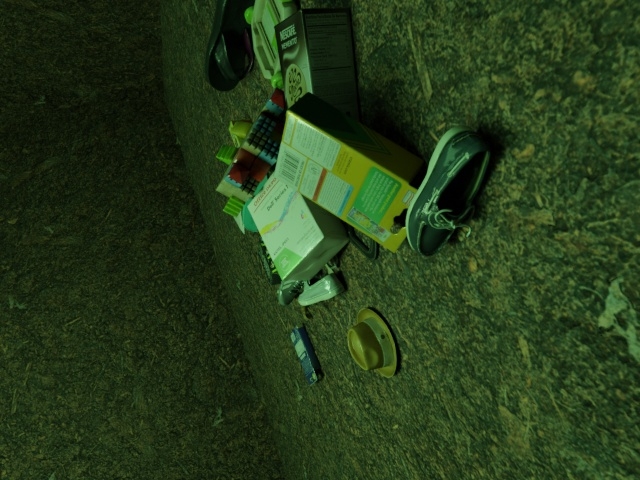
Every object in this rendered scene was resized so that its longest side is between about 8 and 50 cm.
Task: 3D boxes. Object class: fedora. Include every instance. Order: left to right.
[{"bbox_3d":[0.127,0.281,1.169,0.194,0.079,0.194,46,144,48],"label":"fedora"}]

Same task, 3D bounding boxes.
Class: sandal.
[{"bbox_3d":[-0.295,-0.645,1.476,0.107,0.168,0.445,52,153,9],"label":"sandal"}]

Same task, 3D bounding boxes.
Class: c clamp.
[{"bbox_3d":[0.110,-0.022,1.103,0.161,0.022,0.137,41,145,50],"label":"c clamp"}]

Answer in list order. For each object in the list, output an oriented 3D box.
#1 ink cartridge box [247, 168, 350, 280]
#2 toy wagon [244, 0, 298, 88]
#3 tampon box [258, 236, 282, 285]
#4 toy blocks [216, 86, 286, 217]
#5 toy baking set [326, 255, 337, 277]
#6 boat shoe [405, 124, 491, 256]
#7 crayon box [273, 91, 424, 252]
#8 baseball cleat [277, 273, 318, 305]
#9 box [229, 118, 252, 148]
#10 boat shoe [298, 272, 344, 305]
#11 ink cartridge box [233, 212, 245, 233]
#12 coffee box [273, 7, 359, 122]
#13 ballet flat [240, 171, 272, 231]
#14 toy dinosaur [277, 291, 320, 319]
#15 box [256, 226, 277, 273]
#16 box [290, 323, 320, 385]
[{"bbox_3d":[-0.087,-0.082,1.282,0.207,0.119,0.353,-47,58,31],"label":"ink cartridge box"},{"bbox_3d":[-0.124,-0.609,1.211,0.267,0.068,0.344,69,156,14],"label":"toy wagon"},{"bbox_3d":[-0.148,0.064,1.599,0.101,0.121,0.161,100,151,-47],"label":"tampon box"},{"bbox_3d":[-0.183,-0.273,1.298,0.381,0.191,0.261,-65,17,-14],"label":"toy blocks"},{"bbox_3d":[-0.003,-0.003,1.353,0.197,0.030,0.255,34,134,57],"label":"toy baking set"},{"bbox_3d":[0.218,-0.063,0.740,0.079,0.095,0.254,-113,31,-47],"label":"boat shoe"},{"bbox_3d":[0.068,-0.134,0.909,0.323,0.083,0.203,33,146,7],"label":"crayon box"},{"bbox_3d":[-0.073,0.134,1.454,0.110,0.072,0.205,25,98,46],"label":"baseball cleat"},{"bbox_3d":[-0.279,-0.359,1.697,0.232,0.088,0.058,69,154,16],"label":"box"},{"bbox_3d":[-0.009,0.147,1.373,0.228,0.079,0.081,-27,88,55],"label":"boat shoe"},{"bbox_3d":[-0.364,-0.130,2.054,0.198,0.067,0.115,-128,31,-45],"label":"ink cartridge box"},{"bbox_3d":[-0.006,-0.364,1.023,0.168,0.119,0.296,25,127,62],"label":"coffee box"},{"bbox_3d":[-0.233,-0.197,1.634,0.146,0.147,0.408,63,154,27],"label":"ballet flat"},{"bbox_3d":[-0.066,0.194,1.514,0.211,0.113,0.064,41,140,54],"label":"toy dinosaur"},{"bbox_3d":[-0.122,-0.008,1.440,0.191,0.045,0.184,-33,74,42],"label":"box"},{"bbox_3d":[-0.057,0.460,1.754,0.225,0.037,0.136,67,156,21],"label":"box"}]
